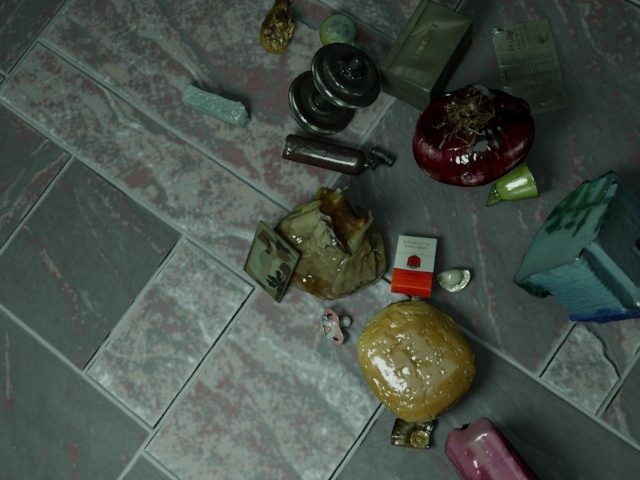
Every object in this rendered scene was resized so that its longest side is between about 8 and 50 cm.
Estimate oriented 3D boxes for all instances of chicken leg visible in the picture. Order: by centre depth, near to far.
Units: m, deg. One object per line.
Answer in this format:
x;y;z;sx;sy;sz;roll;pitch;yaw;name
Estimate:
-0.115;-0.621;2.036;0.085;0.101;0.208;17;69;-18;chicken leg

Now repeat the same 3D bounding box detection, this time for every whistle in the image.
0.078;-0.536;2.006;0.104;0.057;0.198;-38;82;-7;whistle

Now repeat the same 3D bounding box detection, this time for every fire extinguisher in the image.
0.033;-0.225;1.917;0.267;0.089;0.072;15;55;12;fire extinguisher
0.157;-0.224;1.931;0.083;0.025;0.038;34;107;15;fire extinguisher

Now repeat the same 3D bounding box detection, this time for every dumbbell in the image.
0.033;-0.389;1.875;0.192;0.290;0.192;11;65;-24;dumbbell

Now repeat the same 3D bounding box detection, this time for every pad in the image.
0.554;-0.461;1.931;0.159;0.009;0.265;-10;76;6;pad

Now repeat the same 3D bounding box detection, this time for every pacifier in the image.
0.041;0.212;1.835;0.078;0.081;0.099;-20;100;-28;pacifier

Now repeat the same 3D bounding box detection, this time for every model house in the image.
0.688;0.065;1.702;0.329;0.251;0.295;38;61;-7;model house

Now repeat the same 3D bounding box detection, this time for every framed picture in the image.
-0.127;0.057;1.837;0.136;0.201;0.010;41;48;15;framed picture

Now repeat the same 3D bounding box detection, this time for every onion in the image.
0.377;-0.250;1.803;0.313;0.232;0.314;-13;44;13;onion

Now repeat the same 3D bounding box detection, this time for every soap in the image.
0.406;0.547;1.619;0.127;0.220;0.325;-36;74;-9;soap

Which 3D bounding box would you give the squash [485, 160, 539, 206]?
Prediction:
0.469;-0.133;1.830;0.132;0.105;0.105;-22;74;14;squash

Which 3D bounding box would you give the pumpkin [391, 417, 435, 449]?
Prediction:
0.224;0.465;1.757;0.101;0.035;0.073;5;67;14;pumpkin

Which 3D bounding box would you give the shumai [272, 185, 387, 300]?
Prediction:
0.000;0.000;1.784;0.313;0.262;0.267;3;76;11;shumai

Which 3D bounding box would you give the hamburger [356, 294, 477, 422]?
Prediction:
0.227;0.283;1.743;0.259;0.144;0.283;-45;69;0;hamburger

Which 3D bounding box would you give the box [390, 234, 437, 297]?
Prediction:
0.234;0.063;1.817;0.100;0.048;0.152;5;58;12;box

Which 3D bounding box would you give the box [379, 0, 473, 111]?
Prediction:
0.277;-0.483;1.904;0.148;0.155;0.231;29;82;14;box

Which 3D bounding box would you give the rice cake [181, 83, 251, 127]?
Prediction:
-0.291;-0.373;2.014;0.206;0.069;0.063;24;82;12;rice cake

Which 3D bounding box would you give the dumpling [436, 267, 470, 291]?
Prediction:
0.332;0.099;1.821;0.077;0.043;0.060;-12;92;-10;dumpling
